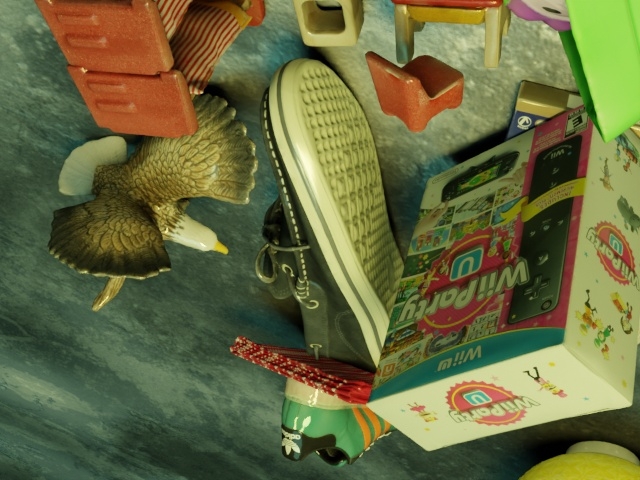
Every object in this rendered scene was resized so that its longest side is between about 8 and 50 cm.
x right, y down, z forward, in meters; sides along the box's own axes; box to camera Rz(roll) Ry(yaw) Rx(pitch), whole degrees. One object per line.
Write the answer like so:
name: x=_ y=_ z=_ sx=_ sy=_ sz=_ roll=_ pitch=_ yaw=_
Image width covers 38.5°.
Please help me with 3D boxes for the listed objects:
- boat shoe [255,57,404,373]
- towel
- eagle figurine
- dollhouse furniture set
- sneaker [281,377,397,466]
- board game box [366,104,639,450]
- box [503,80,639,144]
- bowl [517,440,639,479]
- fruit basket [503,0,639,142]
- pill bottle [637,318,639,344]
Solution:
boat shoe: x=0.000 y=0.000 z=1.086 sx=0.156 sy=0.186 sz=0.500 roll=0 pitch=143 yaw=16
towel: x=0.028 y=0.184 z=1.275 sx=0.199 sy=0.031 sz=0.275 roll=14 pitch=179 yaw=-41
eagle figurine: x=-0.202 y=-0.044 z=1.087 sx=0.225 sy=0.226 sz=0.298 roll=-2 pitch=170 yaw=-11
dollhouse furniture set: x=-0.029 y=-0.207 z=0.830 sx=0.374 sy=0.201 sz=0.152 roll=6 pitch=140 yaw=19
sneaker: x=0.038 y=0.267 z=1.347 sx=0.108 sy=0.121 sz=0.302 roll=13 pitch=178 yaw=38
board game box: x=0.185 y=0.031 z=0.877 sx=0.097 sy=0.303 sz=0.224 roll=40 pitch=137 yaw=-24
box: x=0.259 y=-0.065 z=1.005 sx=0.137 sy=0.036 sz=0.225 roll=15 pitch=143 yaw=7
bowl: x=0.421 y=0.401 z=1.393 sx=0.290 sy=0.156 sz=0.289 roll=12 pitch=142 yaw=10
fruit basket: x=0.088 y=-0.258 z=0.566 sx=0.392 sy=0.282 sz=0.392 roll=0 pitch=131 yaw=0
pill bottle: x=0.298 y=0.065 z=1.034 sx=0.118 sy=0.117 sz=0.208 roll=-14 pitch=158 yaw=36
